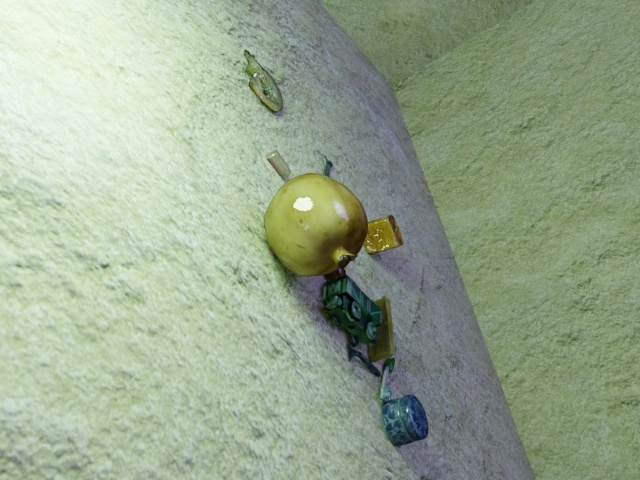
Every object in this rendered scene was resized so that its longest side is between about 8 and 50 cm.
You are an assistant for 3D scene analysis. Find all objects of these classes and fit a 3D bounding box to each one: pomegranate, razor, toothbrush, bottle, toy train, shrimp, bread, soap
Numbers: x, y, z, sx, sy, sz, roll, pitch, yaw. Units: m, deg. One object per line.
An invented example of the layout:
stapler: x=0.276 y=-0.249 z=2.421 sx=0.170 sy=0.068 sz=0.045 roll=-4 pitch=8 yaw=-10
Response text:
pomegranate: x=-0.006 y=-0.039 z=1.666 sx=0.319 sy=0.319 sz=0.319 roll=46 pitch=29 yaw=-35
razor: x=0.150 y=0.404 z=1.885 sx=0.190 sy=0.033 sz=0.066 roll=45 pitch=30 yaw=-38
toothbrush: x=0.246 y=0.443 z=2.048 sx=0.418 sy=0.040 sz=0.042 roll=-65 pitch=140 yaw=-66
bottle: x=-0.140 y=-0.260 z=1.951 sx=0.096 sy=0.045 sz=0.045 roll=53 pitch=26 yaw=-26
toy train: x=0.112 y=0.238 z=1.874 sx=0.269 sy=0.115 sz=0.155 roll=45 pitch=35 yaw=-35
shrimp: x=-0.219 y=-0.569 z=2.099 sx=0.254 sy=0.059 sz=0.145 roll=47 pitch=38 yaw=-44
bread: x=0.257 y=-0.026 z=2.416 sx=0.158 sy=0.143 sz=0.149 roll=-11 pitch=82 yaw=-66
soap: x=0.209 y=0.312 z=2.027 sx=0.037 sy=0.092 sz=0.252 roll=44 pitch=30 yaw=-33

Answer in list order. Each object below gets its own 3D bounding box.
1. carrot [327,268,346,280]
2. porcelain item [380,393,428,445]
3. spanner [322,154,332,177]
carrot: x=0.000 y=0.000 z=1.965 sx=0.315 sy=0.066 sz=0.066 roll=64 pitch=23 yaw=9
porcelain item: x=0.278 y=0.583 z=1.864 sx=0.147 sy=0.114 sz=0.147 roll=45 pitch=31 yaw=-36
spanner: x=0.021 y=-0.251 z=2.314 sx=0.071 sy=0.017 sz=0.302 roll=49 pitch=28 yaw=-31
